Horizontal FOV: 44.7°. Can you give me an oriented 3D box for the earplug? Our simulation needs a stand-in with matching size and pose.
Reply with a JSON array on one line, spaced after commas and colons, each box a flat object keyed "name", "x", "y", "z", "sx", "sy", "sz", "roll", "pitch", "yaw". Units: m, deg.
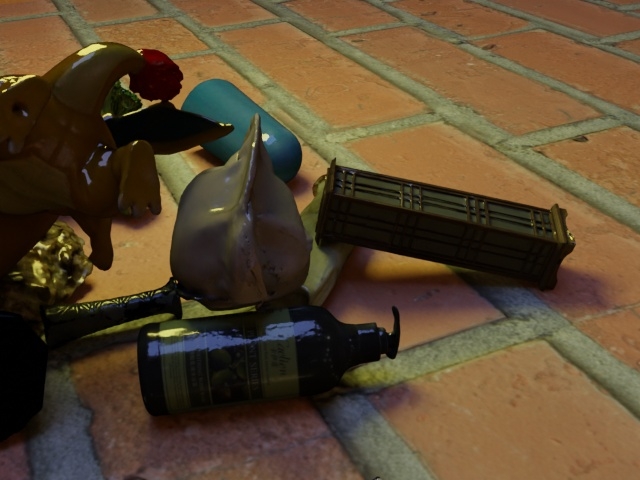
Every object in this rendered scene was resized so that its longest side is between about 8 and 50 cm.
[{"name": "earplug", "x": -0.129, "y": -0.180, "z": 1.370, "sx": 0.133, "sy": 0.132, "sz": 0.273, "roll": -20, "pitch": 38, "yaw": -27}]

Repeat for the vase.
[{"name": "vase", "x": -0.259, "y": 0.090, "z": 0.971, "sx": 0.167, "sy": 0.059, "sz": 0.059, "roll": -12, "pitch": 32, "yaw": -16}]

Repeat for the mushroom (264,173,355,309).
[{"name": "mushroom", "x": 0.000, "y": 0.000, "z": 1.093, "sx": 0.100, "sy": 0.081, "sz": 0.312, "roll": -3, "pitch": 32, "yaw": 22}]

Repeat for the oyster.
[{"name": "oyster", "x": -0.441, "y": 0.067, "z": 0.985, "sx": 0.204, "sy": 0.110, "sz": 0.396, "roll": 17, "pitch": 32, "yaw": 25}]

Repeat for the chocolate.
[{"name": "chocolate", "x": -0.374, "y": 0.131, "z": 0.844, "sx": 0.156, "sy": 0.156, "sz": 0.133, "roll": -13, "pitch": 16, "yaw": -18}]

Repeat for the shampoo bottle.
[{"name": "shampoo bottle", "x": -0.052, "y": 0.125, "z": 0.854, "sx": 0.284, "sy": 0.101, "sz": 0.101, "roll": -6, "pitch": 30, "yaw": -7}]

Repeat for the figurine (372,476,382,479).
[{"name": "figurine", "x": 0.062, "y": 0.251, "z": 0.690, "sx": 0.064, "sy": 0.047, "sz": 0.109, "roll": -39, "pitch": 30, "yaw": -3}]

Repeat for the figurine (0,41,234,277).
[{"name": "figurine", "x": -0.330, "y": -0.084, "z": 0.868, "sx": 0.387, "sy": 0.267, "sz": 0.401, "roll": -14, "pitch": -16, "yaw": 42}]

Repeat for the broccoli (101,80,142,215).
[{"name": "broccoli", "x": -0.371, "y": -0.152, "z": 1.260, "sx": 0.269, "sy": 0.269, "sz": 0.254, "roll": 20, "pitch": 42, "yaw": 33}]

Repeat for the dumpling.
[{"name": "dumpling", "x": -0.104, "y": -0.021, "z": 0.888, "sx": 0.164, "sy": 0.204, "sz": 0.293, "roll": -23, "pitch": 12, "yaw": 1}]

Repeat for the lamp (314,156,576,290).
[{"name": "lamp", "x": 0.160, "y": -0.021, "z": 1.027, "sx": 0.326, "sy": 0.089, "sz": 0.090, "roll": 11, "pitch": 38, "yaw": -3}]
